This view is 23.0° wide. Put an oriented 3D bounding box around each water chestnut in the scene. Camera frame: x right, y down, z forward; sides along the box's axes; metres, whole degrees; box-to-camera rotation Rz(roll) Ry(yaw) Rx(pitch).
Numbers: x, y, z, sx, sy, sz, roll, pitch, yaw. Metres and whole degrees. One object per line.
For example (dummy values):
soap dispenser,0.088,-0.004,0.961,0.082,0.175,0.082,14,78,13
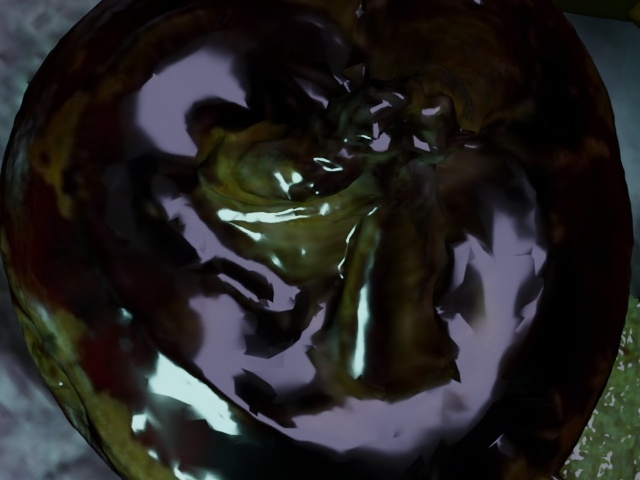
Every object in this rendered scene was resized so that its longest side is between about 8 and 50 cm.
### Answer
water chestnut,0.000,0.000,0.529,0.223,0.238,0.224,1,85,-8

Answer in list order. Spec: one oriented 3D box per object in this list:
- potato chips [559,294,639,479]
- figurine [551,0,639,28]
potato chips,0.151,0.115,0.682,0.209,0.026,0.142,33,78,-17
figurine,0.170,-0.215,0.615,0.327,0.218,0.169,-52,144,-17
